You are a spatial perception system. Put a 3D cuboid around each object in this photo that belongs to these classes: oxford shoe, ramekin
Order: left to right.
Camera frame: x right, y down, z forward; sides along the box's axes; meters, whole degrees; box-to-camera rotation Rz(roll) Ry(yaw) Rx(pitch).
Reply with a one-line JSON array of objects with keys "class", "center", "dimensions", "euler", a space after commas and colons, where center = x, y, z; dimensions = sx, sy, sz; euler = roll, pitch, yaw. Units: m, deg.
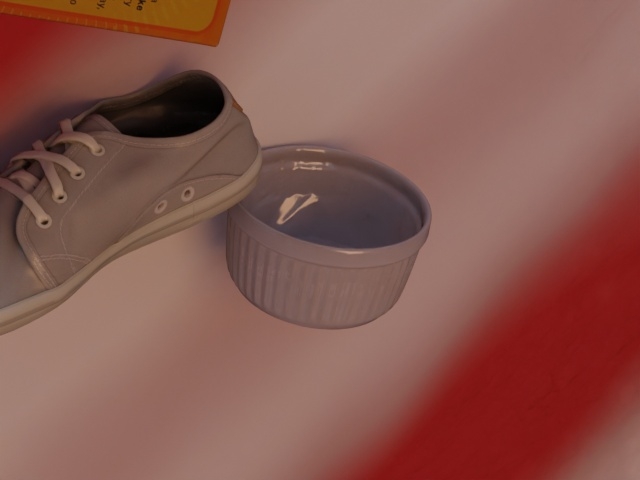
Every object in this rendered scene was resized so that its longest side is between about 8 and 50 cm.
[{"class": "oxford shoe", "center": [-0.244, -0.035, 1.733], "dimensions": [0.449, 0.169, 0.130], "euler": [-30, 131, -30]}, {"class": "ramekin", "center": [0.000, 0.000, 1.909], "dimensions": [0.207, 0.207, 0.109], "euler": [-10, 127, -33]}]

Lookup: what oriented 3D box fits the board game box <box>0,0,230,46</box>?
[{"class": "board game box", "center": [-0.261, -0.384, 1.410], "dimensions": [0.356, 0.356, 0.357], "euler": [5, 109, -38]}]
